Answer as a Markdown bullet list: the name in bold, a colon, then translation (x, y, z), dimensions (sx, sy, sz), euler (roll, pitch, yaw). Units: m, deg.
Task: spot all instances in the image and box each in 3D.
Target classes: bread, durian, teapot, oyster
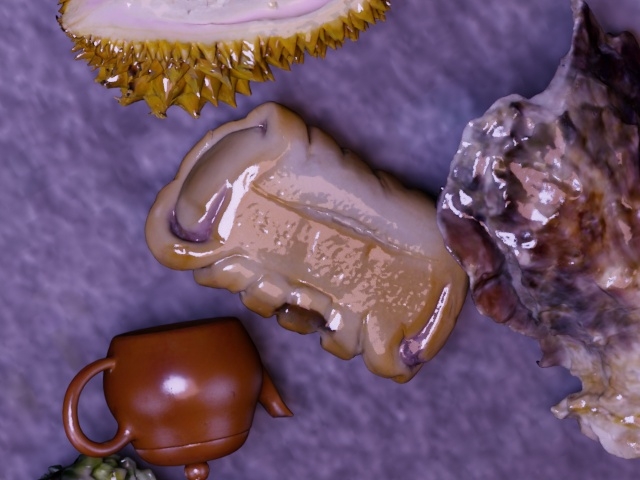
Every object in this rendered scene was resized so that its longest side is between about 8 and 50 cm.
- **bread**: translation (0.000, 0.000, 1.334), dimensions (0.225, 0.081, 0.134), euler (31, 94, -14)
- **durian**: translation (-0.051, -0.180, 1.252), dimensions (0.249, 0.183, 0.138), euler (-27, 144, -4)
- **teapot**: translation (-0.096, 0.112, 1.327), dimensions (0.173, 0.116, 0.116), euler (-9, 109, -32)
- **oyster**: translation (0.190, -0.005, 1.335), dimensions (0.271, 0.100, 0.275), euler (24, 93, -28)

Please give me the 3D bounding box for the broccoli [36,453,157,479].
- **broccoli**: translation (-0.067, 0.237, 1.375), dimensions (0.304, 0.165, 0.145), euler (4, 146, -21)
